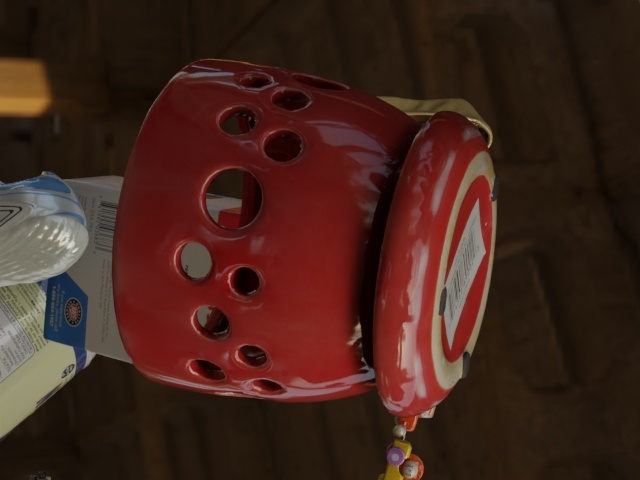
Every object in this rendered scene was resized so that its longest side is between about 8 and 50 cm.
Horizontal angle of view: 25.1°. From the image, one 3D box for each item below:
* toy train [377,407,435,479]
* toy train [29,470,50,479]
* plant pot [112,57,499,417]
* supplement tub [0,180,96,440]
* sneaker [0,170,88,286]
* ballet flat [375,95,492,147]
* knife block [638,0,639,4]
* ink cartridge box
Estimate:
[{"bbox_3d":[0.090,0.236,1.531,0.125,0.046,0.166,-67,172,-65],"label":"toy train"},{"bbox_3d":[-0.320,0.333,1.589,0.036,0.027,0.158,-174,-87,-71],"label":"toy train"},{"bbox_3d":[0.000,0.000,0.799,0.174,0.191,0.191,8,-78,19],"label":"plant pot"},{"bbox_3d":[-0.383,0.110,1.283,0.235,0.325,0.235,34,-31,24],"label":"supplement tub"},{"bbox_3d":[-0.290,0.008,1.052,0.086,0.237,0.085,-122,-156,-46],"label":"sneaker"},{"bbox_3d":[0.092,-0.114,1.538,0.073,0.232,0.080,44,-48,39],"label":"ballet flat"},{"bbox_3d":[0.214,-0.092,0.702,0.242,0.088,0.275,-89,154,-46],"label":"knife block"},{"bbox_3d":[-0.101,0.032,1.116,0.231,0.078,0.134,12,-80,30],"label":"ink cartridge box"}]
